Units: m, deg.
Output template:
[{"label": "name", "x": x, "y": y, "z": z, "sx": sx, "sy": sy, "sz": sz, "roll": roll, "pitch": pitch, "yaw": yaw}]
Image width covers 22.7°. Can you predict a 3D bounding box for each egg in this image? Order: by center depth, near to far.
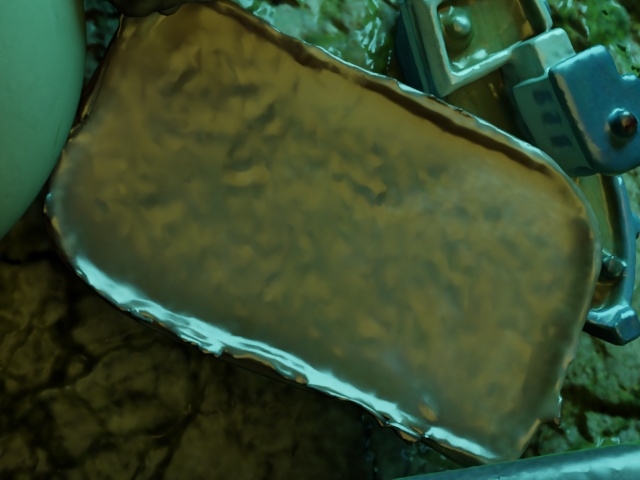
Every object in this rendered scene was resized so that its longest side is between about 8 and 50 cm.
[{"label": "egg", "x": -0.173, "y": -0.065, "z": 0.634, "sx": 0.149, "sy": 0.149, "sz": 0.192, "roll": 23, "pitch": 84, "yaw": -22}]

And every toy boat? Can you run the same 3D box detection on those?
[{"label": "toy boat", "x": 0.112, "y": -0.048, "z": 0.796, "sx": 0.088, "sy": 0.102, "sz": 0.215, "roll": -25, "pitch": 97, "yaw": -23}]

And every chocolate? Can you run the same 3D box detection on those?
[{"label": "chocolate", "x": -0.001, "y": 0.000, "z": 0.745, "sx": 0.261, "sy": 0.083, "sz": 0.161, "roll": 28, "pitch": 74, "yaw": -7}]

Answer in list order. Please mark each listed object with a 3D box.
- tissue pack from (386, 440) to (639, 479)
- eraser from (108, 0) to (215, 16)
[{"label": "tissue pack", "x": 0.107, "y": 0.230, "z": 0.647, "sx": 0.394, "sy": 0.124, "sz": 0.288, "roll": -8, "pitch": 63, "yaw": -7}, {"label": "eraser", "x": -0.093, "y": -0.268, "z": 0.689, "sx": 0.155, "sy": 0.101, "sz": 0.332, "roll": -28, "pitch": 88, "yaw": -28}]
